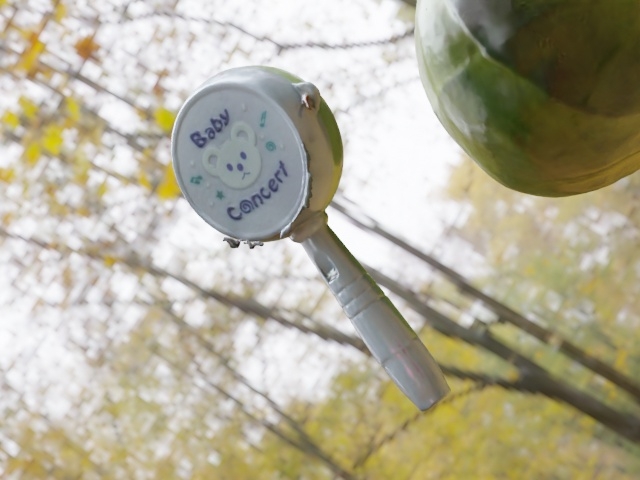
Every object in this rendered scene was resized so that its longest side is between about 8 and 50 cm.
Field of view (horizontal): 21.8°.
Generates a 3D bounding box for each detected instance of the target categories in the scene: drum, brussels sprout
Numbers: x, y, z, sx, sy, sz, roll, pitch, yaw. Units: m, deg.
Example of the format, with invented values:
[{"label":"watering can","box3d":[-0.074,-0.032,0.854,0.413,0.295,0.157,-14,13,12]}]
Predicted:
[{"label":"drum","box3d":[-0.016,0.006,1.091,0.130,0.253,0.049,-21,4,35]},{"label":"brussels sprout","box3d":[0.189,-0.171,1.187,0.271,0.219,0.210,-41,-20,6]}]
